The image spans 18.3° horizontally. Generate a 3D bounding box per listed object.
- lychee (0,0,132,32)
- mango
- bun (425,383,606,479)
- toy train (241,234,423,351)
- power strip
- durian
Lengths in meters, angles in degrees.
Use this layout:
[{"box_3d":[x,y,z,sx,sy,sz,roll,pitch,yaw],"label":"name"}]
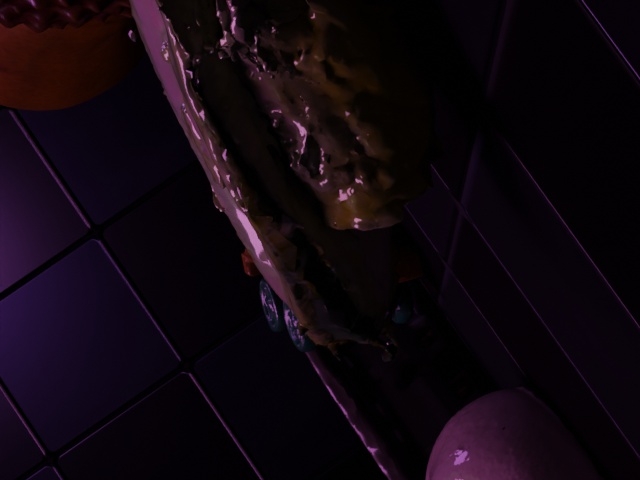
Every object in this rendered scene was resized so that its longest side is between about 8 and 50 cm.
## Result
[{"box_3d":[-0.139,-0.182,0.950,0.188,0.188,0.188,55,177,4],"label":"lychee"},{"box_3d":[-0.234,-0.233,1.592,0.264,0.221,0.378,61,166,-10],"label":"mango"},{"box_3d":[0.127,0.184,1.265,0.173,0.120,0.173,57,176,7],"label":"bun"},{"box_3d":[0.000,0.000,1.464,0.227,0.091,0.136,-160,55,-74],"label":"toy train"},{"box_3d":[0.099,0.149,1.602,0.257,0.092,0.251,53,-175,21],"label":"power strip"},{"box_3d":[-0.013,-0.066,0.787,0.375,0.106,0.132,58,178,-39],"label":"durian"}]
